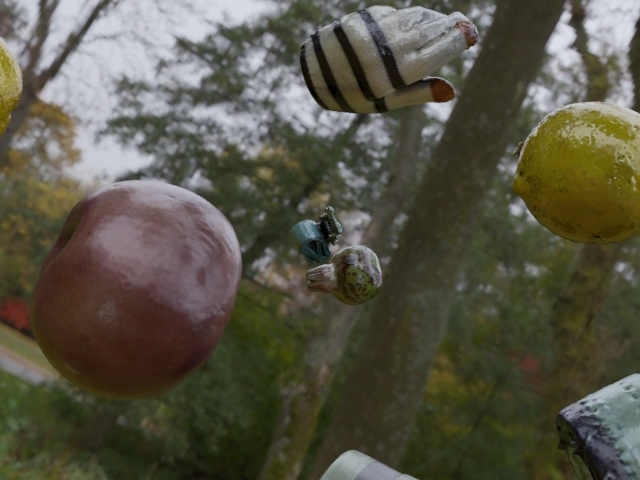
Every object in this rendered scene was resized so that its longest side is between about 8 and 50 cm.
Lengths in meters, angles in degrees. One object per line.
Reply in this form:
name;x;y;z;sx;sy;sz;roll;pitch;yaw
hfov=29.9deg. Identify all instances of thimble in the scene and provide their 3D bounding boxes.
thimble;0.410;0.297;1.545;0.237;0.150;0.237;63;1;-1

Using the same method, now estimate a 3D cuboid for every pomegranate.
pomegranate;0.055;0.084;2.503;0.125;0.163;0.138;62;-17;-13

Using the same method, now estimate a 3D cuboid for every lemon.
lemon;-0.520;-0.236;1.715;0.207;0.170;0.170;43;-12;-13
lemon;0.330;-0.079;1.418;0.206;0.173;0.173;-1;-19;16

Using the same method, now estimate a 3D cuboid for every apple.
apple;-0.243;0.061;1.561;0.235;0.305;0.306;29;-9;-17

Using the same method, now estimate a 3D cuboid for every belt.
belt;-0.002;-0.004;2.382;0.065;0.100;0.179;64;1;15

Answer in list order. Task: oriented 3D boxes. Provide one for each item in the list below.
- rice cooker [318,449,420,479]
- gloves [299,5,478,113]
rice cooker;0.077;0.460;1.714;0.277;0.288;0.288;25;-10;18
gloves;0.093;-0.244;1.566;0.219;0.140;0.131;-17;-17;27
